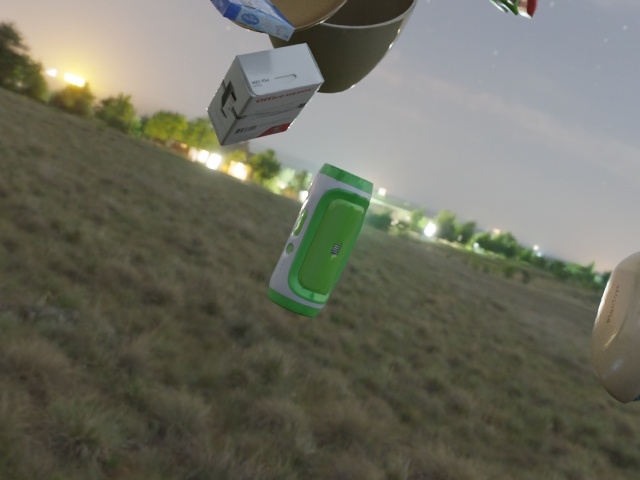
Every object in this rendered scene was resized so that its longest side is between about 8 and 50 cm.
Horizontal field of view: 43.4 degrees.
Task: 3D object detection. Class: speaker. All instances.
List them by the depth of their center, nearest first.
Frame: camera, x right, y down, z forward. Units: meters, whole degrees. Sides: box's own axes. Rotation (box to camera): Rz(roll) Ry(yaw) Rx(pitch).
[{"bbox_3d":[0.000,0.000,1.623,0.131,0.297,0.131,23,5,-2],"label":"speaker"}]

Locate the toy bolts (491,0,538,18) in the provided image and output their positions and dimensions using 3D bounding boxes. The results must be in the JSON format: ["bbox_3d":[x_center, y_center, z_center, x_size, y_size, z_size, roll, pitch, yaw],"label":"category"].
[{"bbox_3d":[0.369,-0.538,1.518,0.218,0.158,0.228,33,15,-19],"label":"toy bolts"}]

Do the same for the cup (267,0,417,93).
[{"bbox_3d":[0.022,-0.455,1.700,0.331,0.331,0.237,20,-39,7],"label":"cup"}]

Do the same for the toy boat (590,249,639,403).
[{"bbox_3d":[0.546,0.131,1.235,0.148,0.267,0.318,24,-13,-5],"label":"toy boat"}]

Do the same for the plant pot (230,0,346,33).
[{"bbox_3d":[-0.052,-0.404,1.235,0.236,0.236,0.032,21,-20,19],"label":"plant pot"}]

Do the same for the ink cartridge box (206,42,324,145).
[{"bbox_3d":[-0.070,-0.176,0.979,0.099,0.056,0.135,-17,-11,-28],"label":"ink cartridge box"}]

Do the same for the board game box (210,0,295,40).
[{"bbox_3d":[-0.085,-0.263,0.898,0.090,0.020,0.090,11,32,-41],"label":"board game box"}]
